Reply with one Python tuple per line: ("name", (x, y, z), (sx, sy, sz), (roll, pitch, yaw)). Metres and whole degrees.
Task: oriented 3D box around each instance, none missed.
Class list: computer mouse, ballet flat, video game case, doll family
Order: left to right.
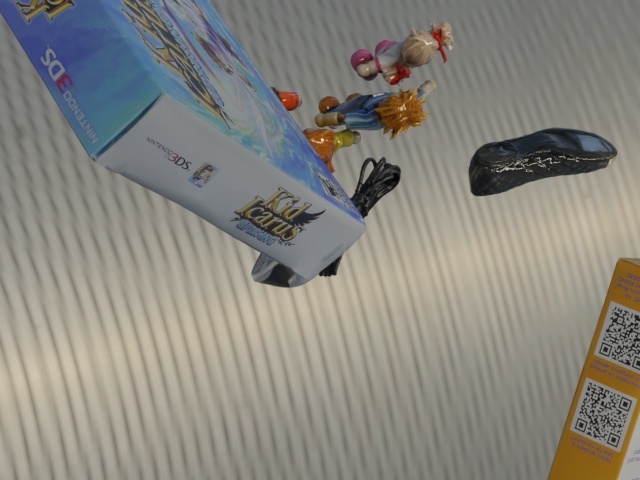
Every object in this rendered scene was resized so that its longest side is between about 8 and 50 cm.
("video game case", (-0.108, -0.119, 1.022), (0.269, 0.061, 0.244), (55, 14, 31))
("computer mouse", (0.000, 0.000, 1.330), (0.042, 0.193, 0.106), (34, 68, -12))
("doll family", (0.024, -0.118, 1.557), (0.263, 0.163, 0.118), (-23, 98, -15))
("ballet flat", (0.226, -0.081, 1.658), (0.173, 0.049, 0.057), (-8, 45, -23))

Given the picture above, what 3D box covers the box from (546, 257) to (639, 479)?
("box", (0.110, 0.073, 0.562), (0.081, 0.028, 0.136), (3, 108, -54))
